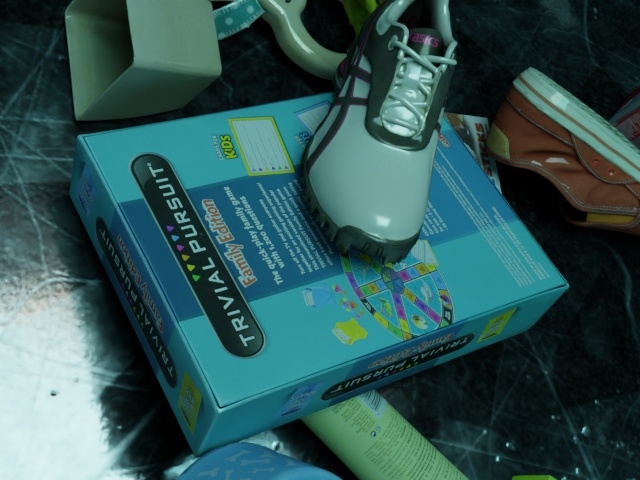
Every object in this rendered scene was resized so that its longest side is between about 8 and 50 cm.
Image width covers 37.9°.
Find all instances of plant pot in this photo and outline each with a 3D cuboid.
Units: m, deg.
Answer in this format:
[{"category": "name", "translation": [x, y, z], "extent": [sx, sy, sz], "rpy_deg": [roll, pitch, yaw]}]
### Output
[{"category": "plant pot", "translation": [-0.146, -0.165, 0.793], "extent": [0.096, 0.109, 0.109], "rpy_deg": [5, 68, -39]}]

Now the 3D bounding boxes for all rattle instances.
[{"category": "rattle", "translation": [-0.003, -0.232, 0.873], "extent": [0.200, 0.143, 0.130], "rpy_deg": [19, 81, -27]}]

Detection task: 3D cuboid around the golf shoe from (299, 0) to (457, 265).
[{"category": "golf shoe", "translation": [0.054, -0.108, 0.751], "extent": [0.105, 0.120, 0.273], "rpy_deg": [17, 50, -11]}]

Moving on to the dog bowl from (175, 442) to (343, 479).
[{"category": "dog bowl", "translation": [0.005, 0.270, 0.658], "extent": [0.297, 0.074, 0.166], "rpy_deg": [51, 52, -23]}]

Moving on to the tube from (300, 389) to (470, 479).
[{"category": "tube", "translation": [0.073, 0.199, 0.789], "extent": [0.070, 0.062, 0.240], "rpy_deg": [-45, 99, 2]}]

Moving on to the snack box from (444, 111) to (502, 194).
[{"category": "snack box", "translation": [0.153, -0.044, 0.943], "extent": [0.064, 0.022, 0.178], "rpy_deg": [3, 69, -28]}]

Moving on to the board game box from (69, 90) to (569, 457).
[{"category": "board game box", "translation": [0.000, 0.000, 0.775], "extent": [0.336, 0.079, 0.253], "rpy_deg": [-15, 60, -31]}]

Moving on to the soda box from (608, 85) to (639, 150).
[{"category": "soda box", "translation": [0.454, -0.072, 1.074], "extent": [0.263, 0.083, 0.092], "rpy_deg": [47, 57, -4]}]

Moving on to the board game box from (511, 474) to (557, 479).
[{"category": "board game box", "translation": [0.191, 0.305, 0.799], "extent": [0.092, 0.043, 0.181], "rpy_deg": [36, 57, -29]}]

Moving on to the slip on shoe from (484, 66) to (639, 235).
[{"category": "slip on shoe", "translation": [0.303, -0.056, 0.988], "extent": [0.331, 0.101, 0.123], "rpy_deg": [30, 21, -26]}]
